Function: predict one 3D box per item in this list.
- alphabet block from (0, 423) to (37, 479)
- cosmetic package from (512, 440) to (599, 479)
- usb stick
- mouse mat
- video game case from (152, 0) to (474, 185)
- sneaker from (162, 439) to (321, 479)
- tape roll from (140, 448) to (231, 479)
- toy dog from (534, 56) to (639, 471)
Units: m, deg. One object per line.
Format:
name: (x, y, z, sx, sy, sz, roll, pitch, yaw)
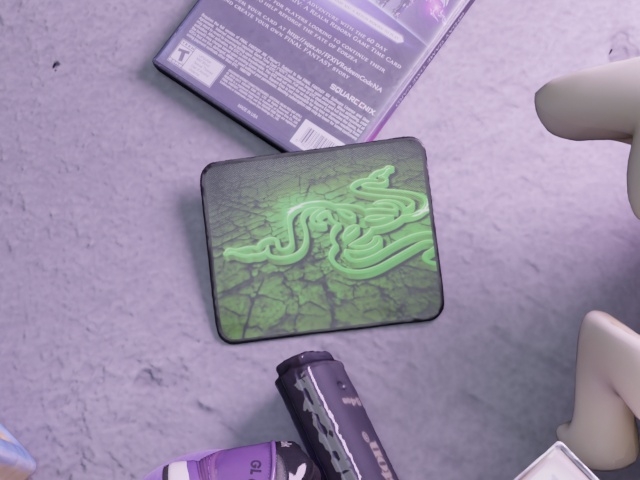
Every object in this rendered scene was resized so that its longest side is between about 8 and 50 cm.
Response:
alphabet block: (-0.371, 0.169, 1.219, 0.197, 0.192, 0.193, -45, 73, -6)
cosmetic package: (0.171, 0.244, 1.063, 0.113, 0.309, 0.160, -42, 74, -3)
usb stick: (0.045, 0.212, 1.212, 0.045, 0.077, 0.278, -36, 71, 28)
mouse mat: (0.000, 0.000, 1.292, 0.190, 0.007, 0.152, -7, 86, 5)
video game case: (0.015, -0.207, 1.348, 0.196, 0.026, 0.274, 34, 82, 14)
sneaker: (-0.021, 0.277, 1.108, 0.124, 0.107, 0.283, -14, 74, -3)
tape roll: (-0.071, 0.258, 1.212, 0.189, 0.080, 0.189, -2, 75, 8)
toy dog: (0.352, 0.087, 1.061, 0.395, 0.285, 0.407, -11, 74, 41)
